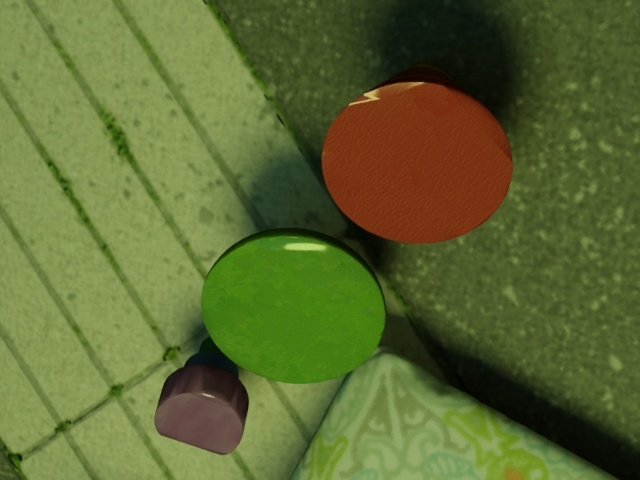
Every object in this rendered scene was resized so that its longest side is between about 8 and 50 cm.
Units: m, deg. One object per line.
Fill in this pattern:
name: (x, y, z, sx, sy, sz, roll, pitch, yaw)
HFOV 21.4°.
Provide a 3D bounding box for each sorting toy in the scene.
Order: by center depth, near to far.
sorting toy: (0.000, 0.000, 1.189, 0.127, 0.126, 0.365, 30, 123, -14)

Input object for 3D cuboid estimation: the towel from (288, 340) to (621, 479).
towel: (0.115, 0.295, 1.156, 0.374, 0.090, 0.320, 29, 87, 15)
